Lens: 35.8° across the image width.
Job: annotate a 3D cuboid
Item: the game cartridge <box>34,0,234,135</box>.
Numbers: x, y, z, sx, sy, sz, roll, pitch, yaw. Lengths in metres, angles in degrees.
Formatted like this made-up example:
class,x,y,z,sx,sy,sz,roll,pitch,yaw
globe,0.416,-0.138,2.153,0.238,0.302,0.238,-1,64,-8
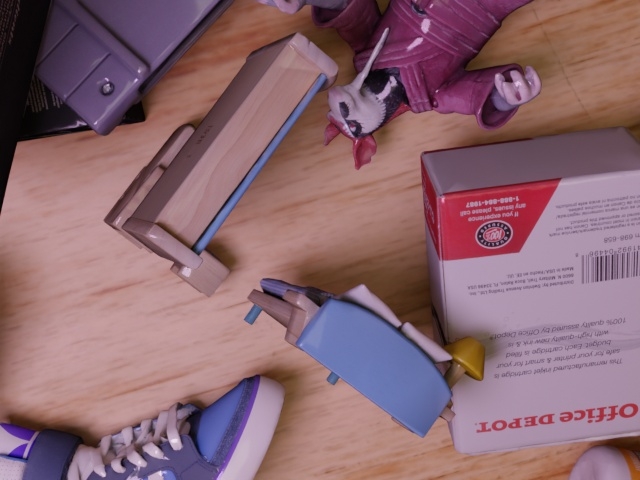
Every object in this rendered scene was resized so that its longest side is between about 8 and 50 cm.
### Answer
class,x,y,z,sx,sy,sz,roll,pitch,yaw
game cartridge,-0.148,-0.293,0.839,0.230,0.068,0.355,42,88,-1

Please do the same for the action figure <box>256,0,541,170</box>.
class,x,y,z,sx,sy,sz,roll,pitch,yaw
action figure,0.112,-0.232,0.914,0.248,0.276,0.370,38,114,0

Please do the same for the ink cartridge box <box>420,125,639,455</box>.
class,x,y,z,sx,sy,sz,roll,pitch,yaw
ink cartridge box,0.204,0.049,0.922,0.197,0.114,0.272,-7,115,0

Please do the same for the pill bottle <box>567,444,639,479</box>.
class,x,y,z,sx,sy,sz,roll,pitch,yaw
pill bottle,0.388,0.301,0.969,0.279,0.162,0.162,10,96,-3

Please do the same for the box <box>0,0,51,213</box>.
class,x,y,z,sx,sy,sz,roll,pitch,yaw
box,-0.352,-0.147,0.591,0.294,0.395,0.212,13,87,-6

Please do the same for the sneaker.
class,x,y,z,sx,sy,sz,roll,pitch,yaw
sneaker,-0.211,0.217,0.963,0.236,0.130,0.322,34,100,-9

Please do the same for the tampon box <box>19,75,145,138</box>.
class,x,y,z,sx,sy,sz,roll,pitch,yaw
tampon box,-0.259,-0.148,0.926,0.161,0.120,0.101,-10,96,0

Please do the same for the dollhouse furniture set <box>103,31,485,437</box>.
class,x,y,z,sx,sy,sz,roll,pitch,yaw
dollhouse furniture set,0.000,0.000,0.903,0.303,0.286,0.198,39,81,-18
